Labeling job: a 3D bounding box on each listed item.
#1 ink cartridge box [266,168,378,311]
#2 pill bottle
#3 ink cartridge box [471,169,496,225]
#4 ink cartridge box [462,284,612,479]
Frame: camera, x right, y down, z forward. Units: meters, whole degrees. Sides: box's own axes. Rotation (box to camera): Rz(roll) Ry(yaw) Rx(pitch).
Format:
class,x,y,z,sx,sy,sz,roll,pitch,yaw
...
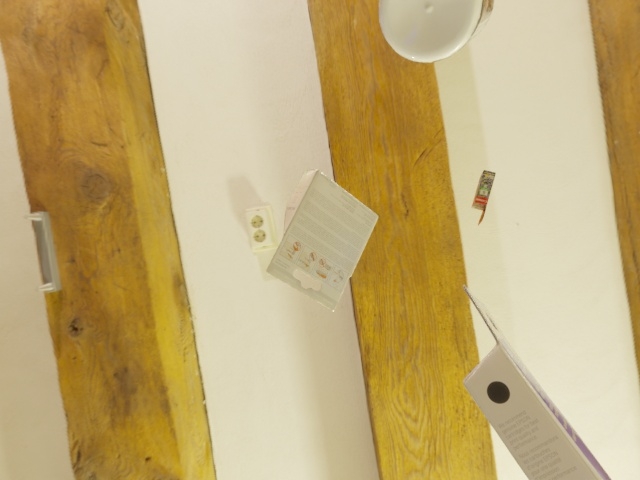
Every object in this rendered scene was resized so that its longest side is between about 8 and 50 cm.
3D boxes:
class,x,y,z,sx,sy,sz,roll,pitch,yaw
ink cartridge box,0.000,0.000,0.872,0.181,0.056,0.224,34,-105,-30
pill bottle,0.178,-0.341,0.636,0.131,0.245,0.130,12,-57,19
ink cartridge box,0.360,-0.094,0.989,0.029,0.063,0.114,17,-94,14
ink cartridge box,0.176,0.143,0.369,0.045,0.206,0.208,-35,-114,13
